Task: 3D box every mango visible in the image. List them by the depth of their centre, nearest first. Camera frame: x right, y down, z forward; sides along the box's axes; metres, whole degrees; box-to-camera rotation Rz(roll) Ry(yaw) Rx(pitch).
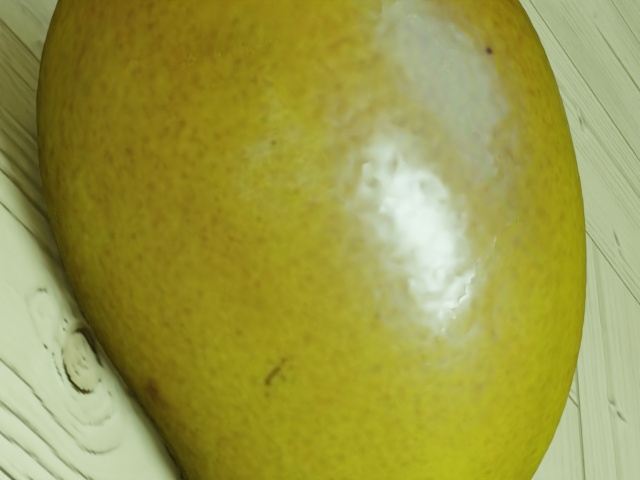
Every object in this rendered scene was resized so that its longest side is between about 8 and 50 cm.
[{"bbox_3d":[0.000,0.000,0.936,0.221,0.263,0.378,-41,122,-67],"label":"mango"}]
